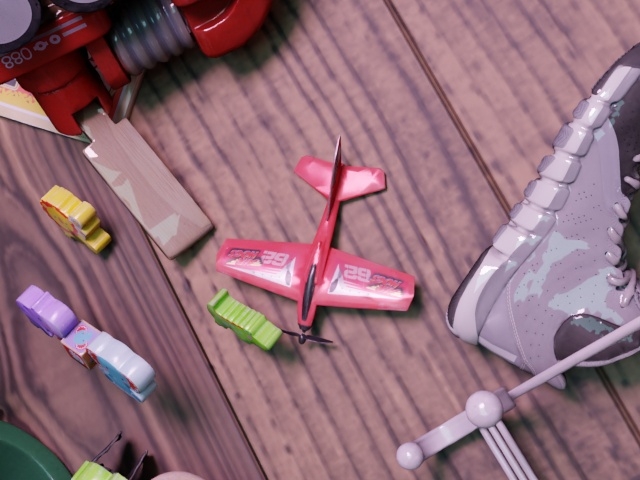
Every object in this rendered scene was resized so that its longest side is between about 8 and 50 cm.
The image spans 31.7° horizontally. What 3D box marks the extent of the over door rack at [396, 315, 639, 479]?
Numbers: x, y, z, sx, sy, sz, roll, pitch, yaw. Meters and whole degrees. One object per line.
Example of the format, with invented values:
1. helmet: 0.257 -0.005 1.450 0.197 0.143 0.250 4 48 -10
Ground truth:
1. over door rack: 0.202 0.154 0.623 0.324 0.108 0.239 -41 78 42

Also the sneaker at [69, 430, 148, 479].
1. sneaker: -0.178 0.210 0.786 0.051 0.089 0.170 36 73 -5

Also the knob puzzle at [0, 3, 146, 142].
1. knob puzzle: -0.209 -0.186 0.886 0.213 0.030 0.213 -1 86 18

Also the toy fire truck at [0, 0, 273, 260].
1. toy fire truck: -0.124 -0.134 0.805 0.217 0.246 0.158 -26 44 -1

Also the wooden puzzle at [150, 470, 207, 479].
1. wooden puzzle: -0.043 0.377 0.774 0.348 0.080 0.322 33 97 13

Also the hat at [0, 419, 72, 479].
1. hat: -0.292 0.244 0.856 0.183 0.173 0.208 -46 34 34

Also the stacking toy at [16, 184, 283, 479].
1. stacking toy: -0.163 0.069 0.788 0.221 0.052 0.167 28 64 26

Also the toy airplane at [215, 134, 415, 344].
1. toy airplane: 0.000 0.000 0.806 0.151 0.028 0.151 -1 86 17

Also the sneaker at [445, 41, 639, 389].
1. sneaker: 0.191 -0.003 0.723 0.132 0.086 0.229 35 107 12
